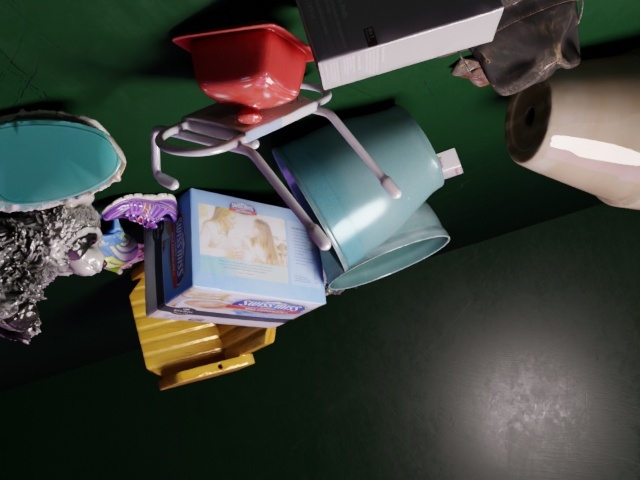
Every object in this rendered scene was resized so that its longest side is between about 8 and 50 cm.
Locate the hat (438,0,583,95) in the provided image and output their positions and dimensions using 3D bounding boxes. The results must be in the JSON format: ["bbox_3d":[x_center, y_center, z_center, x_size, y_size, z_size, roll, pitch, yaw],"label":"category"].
[{"bbox_3d":[0.307,-0.294,1.193,0.331,0.134,0.331,-19,177,-1],"label":"hat"}]

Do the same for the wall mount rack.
[{"bbox_3d":[-0.060,-0.122,1.153,0.304,0.130,0.350,19,-147,27],"label":"wall mount rack"}]

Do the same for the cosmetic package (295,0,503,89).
[{"bbox_3d":[0.096,-0.292,1.010,0.238,0.127,0.107,-19,169,3],"label":"cosmetic package"}]

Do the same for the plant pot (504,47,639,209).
[{"bbox_3d":[0.530,-0.231,1.577,0.280,0.323,0.323,5,163,-14],"label":"plant pot"}]

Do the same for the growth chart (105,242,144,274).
[{"bbox_3d":[-0.460,0.034,2.056,0.237,0.021,0.172,-19,167,12],"label":"growth chart"}]

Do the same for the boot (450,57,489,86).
[{"bbox_3d":[0.299,-0.312,1.432,0.106,0.037,0.114,-26,161,30],"label":"boot"}]

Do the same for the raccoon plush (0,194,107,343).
[{"bbox_3d":[-0.590,-0.024,1.389,0.446,0.299,0.216,34,155,-33],"label":"raccoon plush"}]

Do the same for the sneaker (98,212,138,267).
[{"bbox_3d":[-0.450,-0.002,1.716,0.126,0.091,0.240,-23,166,26],"label":"sneaker"}]

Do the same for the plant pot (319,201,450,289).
[{"bbox_3d":[0.119,-0.035,1.803,0.293,0.196,0.293,-20,167,-5],"label":"plant pot"}]

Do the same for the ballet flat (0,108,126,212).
[{"bbox_3d":[-0.489,-0.106,1.157,0.409,0.147,0.147,-12,168,-7],"label":"ballet flat"}]

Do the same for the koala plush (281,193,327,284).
[{"bbox_3d":[0.000,0.000,2.024,0.203,0.221,0.196,-11,167,-24],"label":"koala plush"}]

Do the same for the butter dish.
[{"bbox_3d":[-0.095,-0.214,1.067,0.160,0.118,0.160,-2,176,23],"label":"butter dish"}]

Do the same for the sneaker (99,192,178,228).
[{"bbox_3d":[-0.363,-0.056,1.630,0.170,0.071,0.068,-7,165,-37],"label":"sneaker"}]

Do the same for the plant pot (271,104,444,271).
[{"bbox_3d":[0.083,-0.122,1.531,0.255,0.272,0.271,-32,169,-3],"label":"plant pot"}]

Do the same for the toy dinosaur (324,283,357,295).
[{"bbox_3d":[0.027,0.029,2.210,0.322,0.218,0.164,9,-147,29],"label":"toy dinosaur"}]

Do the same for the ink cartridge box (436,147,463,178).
[{"bbox_3d":[0.288,-0.180,1.998,0.122,0.052,0.088,-17,169,10],"label":"ink cartridge box"}]

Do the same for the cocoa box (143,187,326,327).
[{"bbox_3d":[-0.193,0.051,1.808,0.347,0.231,0.228,11,154,-36],"label":"cocoa box"}]

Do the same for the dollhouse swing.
[{"bbox_3d":[-0.322,0.182,2.121,0.315,0.347,0.305,-12,169,-18],"label":"dollhouse swing"}]
